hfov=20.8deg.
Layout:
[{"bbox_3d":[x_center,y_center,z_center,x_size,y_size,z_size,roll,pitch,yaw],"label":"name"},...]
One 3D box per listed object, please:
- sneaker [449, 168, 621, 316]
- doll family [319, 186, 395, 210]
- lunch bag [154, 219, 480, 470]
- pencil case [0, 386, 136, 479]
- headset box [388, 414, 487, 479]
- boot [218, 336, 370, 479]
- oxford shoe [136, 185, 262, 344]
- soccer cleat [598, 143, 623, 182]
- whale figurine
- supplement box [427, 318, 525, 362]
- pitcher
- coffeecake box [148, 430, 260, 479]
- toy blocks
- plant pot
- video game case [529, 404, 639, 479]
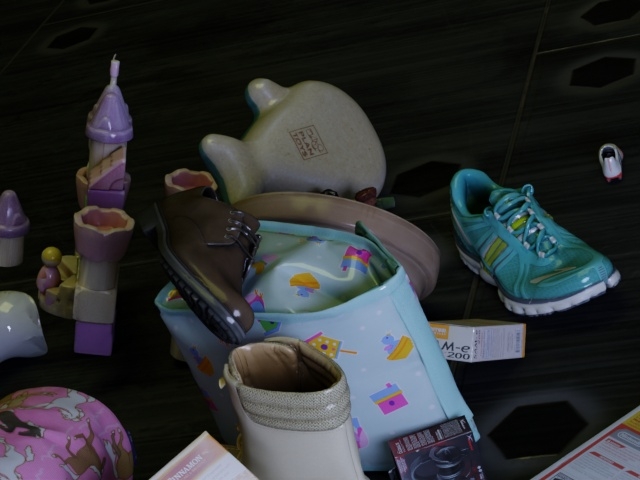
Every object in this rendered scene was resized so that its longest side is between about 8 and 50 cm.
[{"bbox_3d":[0.212,0.000,1.850,0.107,0.110,0.275,-27,28,-17],"label":"sneaker"},{"bbox_3d":[0.000,0.000,1.986,0.193,0.111,0.076,-36,31,-30],"label":"doll family"},{"bbox_3d":[0.010,0.103,1.650,0.262,0.223,0.160,0,38,36],"label":"lunch bag"},{"bbox_3d":[-0.273,0.257,1.513,0.167,0.160,0.386,13,15,5],"label":"pencil case"},{"bbox_3d":[0.103,0.203,1.581,0.083,0.062,0.032,-19,25,-2],"label":"headset box"},{"bbox_3d":[-0.055,0.177,1.570,0.262,0.203,0.095,14,40,45],"label":"boot"},{"bbox_3d":[-0.095,0.010,1.574,0.096,0.083,0.227,-31,37,-1],"label":"oxford shoe"},{"bbox_3d":[0.339,-0.100,2.043,0.029,0.036,0.083,-12,27,13],"label":"soccer cleat"},{"bbox_3d":[-0.047,-0.087,2.091,0.272,0.216,0.141,-20,-10,-48],"label":"whale figurine"},{"bbox_3d":[0.152,0.099,1.731,0.062,0.036,0.098,4,2,39],"label":"supplement box"},{"bbox_3d":[-0.450,0.122,2.049,0.207,0.126,0.177,-20,14,-28],"label":"pitcher"},{"bbox_3d":[-0.082,0.273,1.447,0.185,0.068,0.142,41,54,15],"label":"coffeecake box"},{"bbox_3d":[-0.261,-0.043,1.968,0.308,0.260,0.289,4,25,-8],"label":"toy blocks"},{"bbox_3d":[0.002,0.048,1.826,0.237,0.237,0.110,-2,64,30],"label":"plant pot"},{"bbox_3d":[0.336,0.179,1.463,0.285,0.025,0.204,-30,28,-22],"label":"video game case"}]
